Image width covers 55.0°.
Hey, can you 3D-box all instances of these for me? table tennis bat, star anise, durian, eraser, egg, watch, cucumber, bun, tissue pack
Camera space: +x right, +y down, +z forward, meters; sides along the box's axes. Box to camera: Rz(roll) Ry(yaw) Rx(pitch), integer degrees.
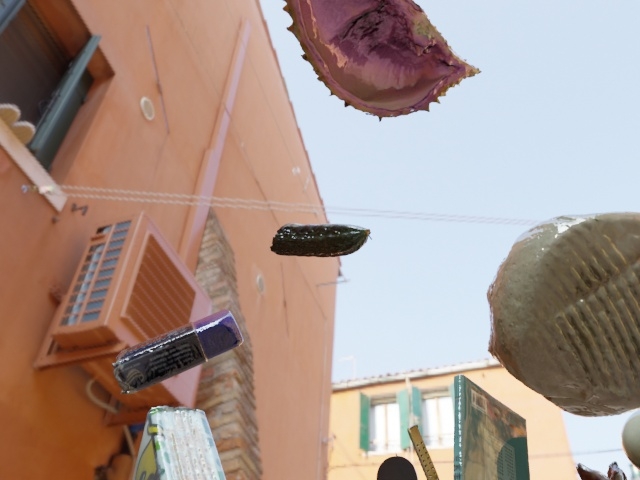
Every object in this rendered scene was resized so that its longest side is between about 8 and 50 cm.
[{"bbox_3d":[0.173,0.555,1.356,0.095,0.158,0.014,-18,-39,12],"label":"table tennis bat"},{"bbox_3d":[0.761,0.670,1.555,0.287,0.288,0.088,8,-67,-4],"label":"star anise"},{"bbox_3d":[0.058,-0.311,0.886,0.341,0.112,0.191,36,-50,-27],"label":"durian"},{"bbox_3d":[-0.373,0.288,1.606,0.331,0.155,0.102,-23,-84,-13],"label":"eraser"},{"bbox_3d":[0.869,0.511,1.554,0.186,0.187,0.253,4,-17,0],"label":"egg"},{"bbox_3d":[0.252,0.652,1.695,0.102,0.269,0.164,-9,-14,-41],"label":"watch"},{"bbox_3d":[0.001,0.001,1.323,0.265,0.077,0.077,3,-34,43],"label":"cucumber"},{"bbox_3d":[0.348,0.099,0.833,0.281,0.282,0.205,3,-4,1],"label":"bun"},{"bbox_3d":[-0.250,0.475,1.082,0.127,0.311,0.228,8,-74,-24],"label":"tissue pack"}]

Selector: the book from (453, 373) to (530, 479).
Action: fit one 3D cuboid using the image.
[{"bbox_3d":[0.382,0.514,1.346,0.264,0.380,0.031,36,-47,-24],"label":"book"}]
